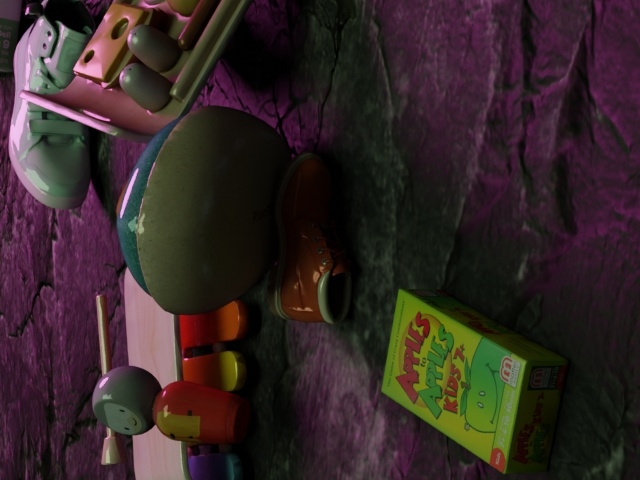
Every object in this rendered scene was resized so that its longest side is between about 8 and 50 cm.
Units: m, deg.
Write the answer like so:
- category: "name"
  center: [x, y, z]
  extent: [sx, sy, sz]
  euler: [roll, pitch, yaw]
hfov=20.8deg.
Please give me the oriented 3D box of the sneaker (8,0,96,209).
- category: "sneaker"
  center: [-0.312, -0.173, 2.066]
  extent: [0.151, 0.094, 0.256]
  euler: [128, 136, -53]

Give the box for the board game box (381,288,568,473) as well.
- category: "board game box"
  center: [0.119, 0.109, 1.390]
  extent: [0.181, 0.043, 0.092]
  euler: [29, 114, 56]

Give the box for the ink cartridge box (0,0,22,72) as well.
- category: "ink cartridge box"
  center: [-0.473, -0.370, 2.300]
  extent: [0.211, 0.121, 0.289]
  euler: [8, 90, 60]

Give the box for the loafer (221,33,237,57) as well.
- category: "loafer"
  center: [-0.162, -0.261, 1.861]
  extent: [0.096, 0.084, 0.267]
  euler: [77, 170, -46]

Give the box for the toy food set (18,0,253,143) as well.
- category: "toy food set"
  center: [-0.166, -0.246, 1.687]
  extent: [0.220, 0.092, 0.306]
  euler: [22, 80, 53]

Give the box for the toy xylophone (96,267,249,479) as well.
- category: "toy xylophone"
  center: [-0.151, 0.134, 1.805]
  extent: [0.236, 0.081, 0.322]
  euler: [-2, 88, 59]

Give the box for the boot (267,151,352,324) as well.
- category: "boot"
  center: [0.000, 0.000, 1.590]
  extent: [0.085, 0.059, 0.158]
  euler: [13, 104, 49]

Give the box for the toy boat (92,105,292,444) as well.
- category: "toy boat"
  center: [-0.129, 0.033, 1.607]
  extent: [0.148, 0.267, 0.318]
  euler: [8, 98, 17]

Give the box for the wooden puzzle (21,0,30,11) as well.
- category: "wooden puzzle"
  center: [-0.394, -0.338, 2.296]
  extent: [0.116, 0.014, 0.078]
  euler: [31, 111, 56]
